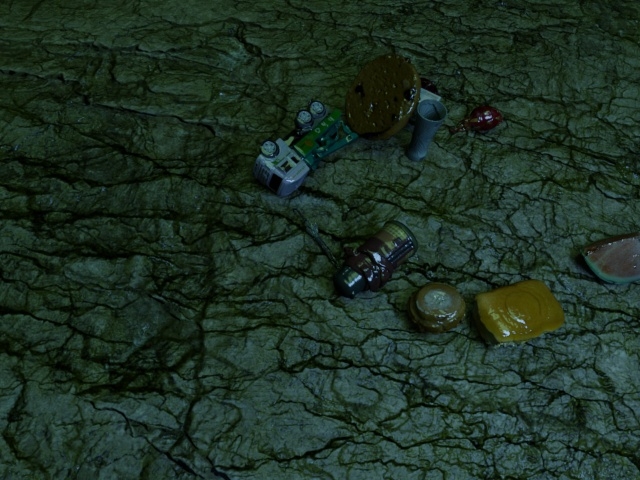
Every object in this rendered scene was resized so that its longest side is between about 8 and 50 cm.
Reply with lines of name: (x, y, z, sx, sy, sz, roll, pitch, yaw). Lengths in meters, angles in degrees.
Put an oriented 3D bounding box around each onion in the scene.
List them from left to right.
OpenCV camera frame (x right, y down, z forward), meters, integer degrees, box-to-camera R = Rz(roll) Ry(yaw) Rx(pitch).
onion: (0.382, -0.551, 1.870, 0.115, 0.104, 0.115, 12, 57, -19)

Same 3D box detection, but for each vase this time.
vase: (0.341, -0.356, 1.691, 0.096, 0.219, 0.096, 2, 61, -4)

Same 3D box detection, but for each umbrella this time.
umbrella: (0.003, -0.001, 1.577, 0.269, 0.044, 0.044, 52, 31, 13)

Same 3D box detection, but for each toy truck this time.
toy truck: (-0.053, -0.303, 1.658, 0.178, 0.176, 0.363, 46, 65, 4)

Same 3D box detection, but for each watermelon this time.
watermelon: (0.924, 0.066, 1.600, 0.231, 0.128, 0.146, -16, 92, 1)

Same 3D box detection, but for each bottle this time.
bottle: (0.150, 0.057, 1.495, 0.271, 0.143, 0.156, -37, 71, -21)

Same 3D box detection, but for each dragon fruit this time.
dragon fruit: (0.556, -0.435, 1.836, 0.191, 0.094, 0.094, -10, 63, 2)

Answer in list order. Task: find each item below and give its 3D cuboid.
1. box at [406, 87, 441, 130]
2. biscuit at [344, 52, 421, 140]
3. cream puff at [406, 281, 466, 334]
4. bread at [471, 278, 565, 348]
box: (0.307, -0.477, 1.800, 0.194, 0.139, 0.073, 29, 63, 10)
biscuit: (0.206, -0.470, 1.696, 0.075, 0.296, 0.295, 11, 49, -51)
cream puff: (0.328, 0.198, 1.451, 0.165, 0.115, 0.150, 17, 54, 14)
bread: (0.562, 0.209, 1.465, 0.246, 0.121, 0.174, -12, 65, -10)
